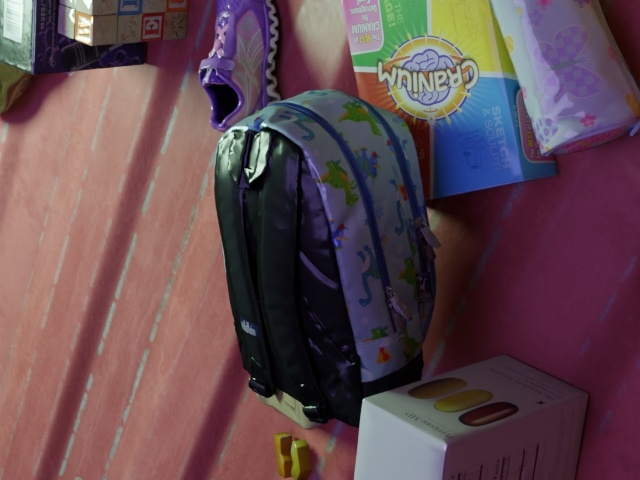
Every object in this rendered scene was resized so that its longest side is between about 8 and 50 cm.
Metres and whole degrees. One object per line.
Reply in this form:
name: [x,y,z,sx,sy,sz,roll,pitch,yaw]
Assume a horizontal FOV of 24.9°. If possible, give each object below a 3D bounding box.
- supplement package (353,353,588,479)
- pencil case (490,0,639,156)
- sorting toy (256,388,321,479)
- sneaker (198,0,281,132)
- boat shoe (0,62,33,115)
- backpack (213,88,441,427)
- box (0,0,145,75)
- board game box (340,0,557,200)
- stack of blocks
supplement package: [0.172,0.237,1.664,0.139,0.244,0.134,23,116,42]
pencil case: [0.257,-0.227,1.563,0.124,0.113,0.273,-17,83,5]
sorting toy: [-0.056,0.190,2.011,0.229,0.041,0.307,-173,75,-70]
sneaker: [-0.118,-0.249,1.982,0.095,0.104,0.236,0,98,50]
boat shoe: [-0.527,-0.291,2.456,0.104,0.089,0.285,52,141,-9]
backpack: [0.000,0.000,1.729,0.290,0.273,0.355,16,136,54]
box: [-0.369,-0.337,2.162,0.108,0.207,0.153,23,117,43]
board game box: [0.144,-0.211,1.727,0.242,0.064,0.317,-11,91,49]
stack of blocks: [-0.272,-0.435,2.060,0.087,0.171,0.297,25,116,42]
